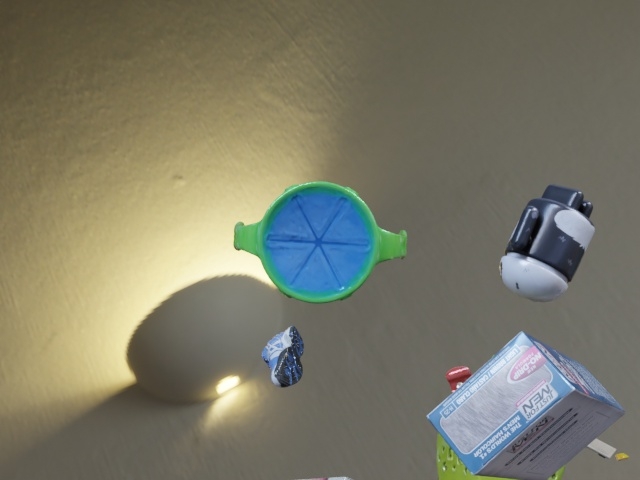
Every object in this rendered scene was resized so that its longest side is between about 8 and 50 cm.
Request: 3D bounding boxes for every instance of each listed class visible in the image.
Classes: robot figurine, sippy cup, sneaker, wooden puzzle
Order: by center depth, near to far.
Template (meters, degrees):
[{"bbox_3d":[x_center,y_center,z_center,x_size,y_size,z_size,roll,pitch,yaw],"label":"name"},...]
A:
[{"bbox_3d":[0.000,0.000,1.968,0.240,0.305,0.224,-52,-1,3],"label":"sippy cup"},{"bbox_3d":[0.600,0.447,2.132,0.079,0.116,0.014,-1,-65,-55],"label":"wooden puzzle"},{"bbox_3d":[-0.090,0.278,2.272,0.081,0.211,0.080,-24,-72,15],"label":"sneaker"},{"bbox_3d":[0.531,0.009,2.320,0.278,0.209,0.173,-63,6,-8],"label":"robot figurine"}]

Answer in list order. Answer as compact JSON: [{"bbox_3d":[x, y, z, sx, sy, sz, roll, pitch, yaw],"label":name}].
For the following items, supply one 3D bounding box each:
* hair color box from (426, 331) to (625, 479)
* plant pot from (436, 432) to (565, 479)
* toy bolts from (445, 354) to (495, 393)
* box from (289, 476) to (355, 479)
[{"bbox_3d":[0.300,0.243,1.388,0.174,0.105,0.347,-44,-28,10],"label":"hair color box"},{"bbox_3d":[0.392,0.535,2.215,0.227,0.207,0.228,21,-22,-16],"label":"plant pot"},{"bbox_3d":[0.448,0.399,2.505,0.229,0.218,0.158,-14,-29,21],"label":"toy bolts"},{"bbox_3d":[-0.008,0.634,2.271,0.232,0.148,0.127,-14,-34,34],"label":"box"}]
